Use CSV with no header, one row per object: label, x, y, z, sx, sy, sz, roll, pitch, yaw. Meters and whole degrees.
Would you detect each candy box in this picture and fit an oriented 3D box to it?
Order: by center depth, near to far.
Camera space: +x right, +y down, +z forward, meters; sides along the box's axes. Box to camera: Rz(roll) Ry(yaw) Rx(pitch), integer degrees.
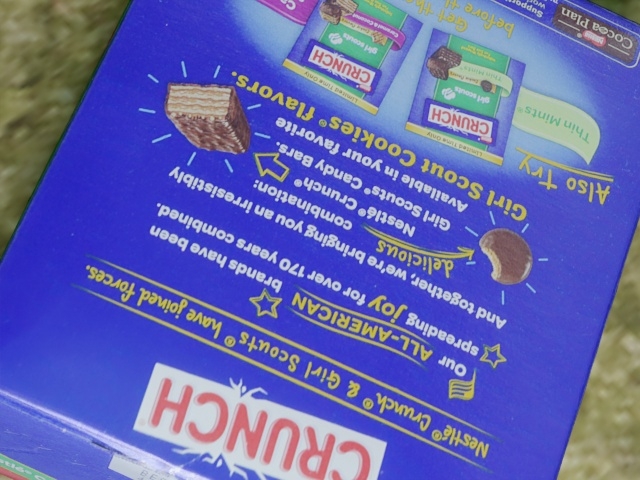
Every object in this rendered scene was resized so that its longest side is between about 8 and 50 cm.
candy box,0.000,0.000,0.897,0.268,0.122,0.317,25,62,-4
